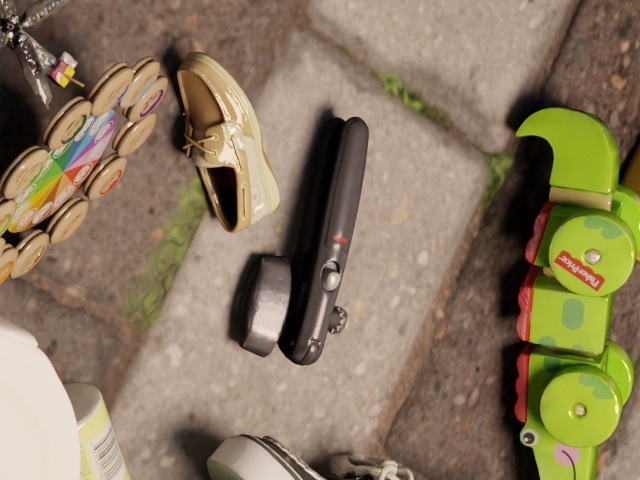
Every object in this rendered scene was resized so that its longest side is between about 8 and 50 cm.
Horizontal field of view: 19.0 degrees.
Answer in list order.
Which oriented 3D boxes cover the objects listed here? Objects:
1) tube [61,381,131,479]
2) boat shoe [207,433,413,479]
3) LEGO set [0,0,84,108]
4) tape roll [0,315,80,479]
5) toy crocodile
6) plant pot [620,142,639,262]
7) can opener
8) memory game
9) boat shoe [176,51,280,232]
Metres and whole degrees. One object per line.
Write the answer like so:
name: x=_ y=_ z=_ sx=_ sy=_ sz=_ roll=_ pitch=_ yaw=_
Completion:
tube: x=-0.150 y=0.210 z=1.305 sx=0.070 sy=0.062 sz=0.240 roll=-10 pitch=119 yaw=8
boat shoe: x=0.032 y=0.211 z=1.410 sx=0.105 sy=0.113 sz=0.306 roll=-52 pitch=127 yaw=-13
LEGO set: x=-0.296 y=-0.110 z=1.017 sx=0.331 sy=0.192 sz=0.255 roll=-42 pitch=123 yaw=-25
tape roll: x=-0.278 y=0.157 z=1.114 sx=0.286 sy=0.100 sz=0.286 roll=-25 pitch=127 yaw=-37
toy crocodile: x=0.199 y=0.061 z=1.527 sx=0.115 sy=0.105 sz=0.341 roll=-47 pitch=141 yaw=-67
plant pot: x=0.393 y=-0.056 z=1.605 sx=0.212 sy=0.212 sz=0.187 roll=28 pitch=68 yaw=-40
can opener: x=0.000 y=0.000 z=1.374 sx=0.073 sy=0.059 sz=0.186 roll=21 pitch=87 yaw=-40
memory game: x=-0.157 y=-0.039 z=1.183 sx=0.186 sy=0.012 sz=0.186 roll=-49 pitch=171 yaw=-10
boat shoe: x=-0.068 y=-0.064 z=1.308 sx=0.045 sy=0.050 sz=0.135 roll=-43 pitch=124 yaw=-31
